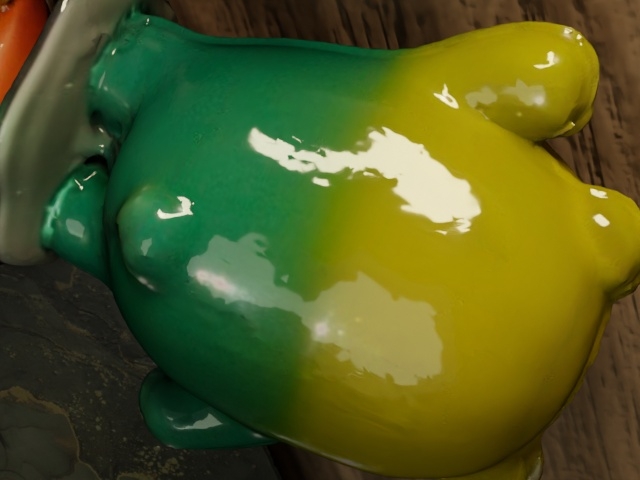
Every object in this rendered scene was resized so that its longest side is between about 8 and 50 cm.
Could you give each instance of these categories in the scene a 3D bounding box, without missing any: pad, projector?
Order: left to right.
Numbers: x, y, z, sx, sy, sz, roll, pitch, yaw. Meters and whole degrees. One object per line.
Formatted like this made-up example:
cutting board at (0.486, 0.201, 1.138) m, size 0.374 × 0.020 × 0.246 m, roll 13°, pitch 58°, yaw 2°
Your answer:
projector at (-0.199, 0.107, 1.029) m, size 0.115 × 0.061 × 0.147 m, roll -9°, pitch 114°, yaw 31°
pad at (-0.181, 0.104, 0.977) m, size 0.247 × 0.007 × 0.368 m, roll -15°, pitch 111°, yaw 22°

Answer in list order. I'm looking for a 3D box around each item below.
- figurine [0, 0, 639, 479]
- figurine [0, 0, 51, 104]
figurine at (0.000, 0.000, 0.743) m, size 0.340 × 0.231 × 0.324 m, roll 25°, pitch 110°, yaw 12°
figurine at (-0.269, -0.057, 0.812) m, size 0.320 × 0.196 × 0.323 m, roll 24°, pitch 95°, yaw 50°
